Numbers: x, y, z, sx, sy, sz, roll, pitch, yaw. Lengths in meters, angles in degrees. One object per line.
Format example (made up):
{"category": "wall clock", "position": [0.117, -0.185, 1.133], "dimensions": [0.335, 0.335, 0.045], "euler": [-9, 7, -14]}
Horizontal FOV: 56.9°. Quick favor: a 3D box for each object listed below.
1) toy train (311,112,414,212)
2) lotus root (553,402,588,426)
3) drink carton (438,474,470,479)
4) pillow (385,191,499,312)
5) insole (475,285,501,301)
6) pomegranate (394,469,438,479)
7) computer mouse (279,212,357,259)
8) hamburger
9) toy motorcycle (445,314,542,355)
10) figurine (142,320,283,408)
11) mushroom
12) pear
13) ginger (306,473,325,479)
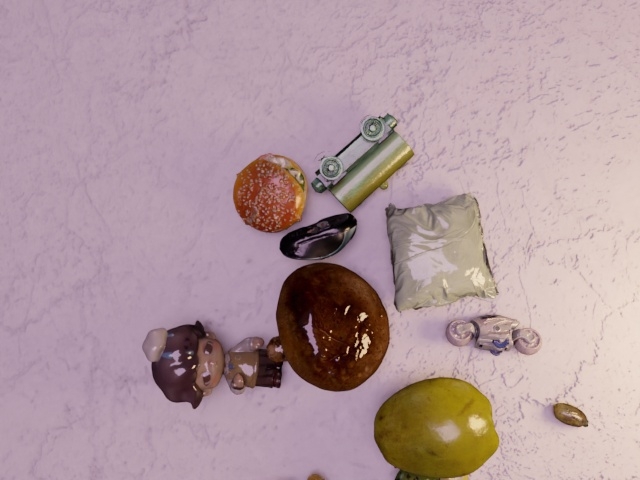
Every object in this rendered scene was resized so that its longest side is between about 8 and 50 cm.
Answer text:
{"category": "toy train", "position": [0.120, -0.219, 1.672], "dimensions": [0.307, 0.126, 0.189], "euler": [-42, 81, 2]}
{"category": "lotus root", "position": [0.669, 0.466, 1.572], "dimensions": [0.099, 0.054, 0.049], "euler": [23, 109, 10]}
{"category": "drink carton", "position": [0.359, 0.645, 1.590], "dimensions": [0.084, 0.074, 0.200], "euler": [5, 87, 7]}
{"category": "pillow", "position": [0.327, 0.029, 1.616], "dimensions": [0.283, 0.138, 0.310], "euler": [-6, 80, 2]}
{"category": "insole", "position": [0.415, 0.115, 1.662], "dimensions": [0.197, 0.004, 0.065], "euler": [26, 89, 9]}
{"category": "pomegranate", "position": [0.247, 0.641, 1.594], "dimensions": [0.122, 0.122, 0.161], "euler": [-35, 47, 4]}
{"category": "computer mouse", "position": [0.000, 0.000, 1.670], "dimensions": [0.233, 0.137, 0.096], "euler": [-21, 102, 4]}
{"category": "hamburger", "position": [-0.144, -0.134, 1.691], "dimensions": [0.236, 0.147, 0.237], "euler": [-1, 86, 11]}
{"category": "toy motorcycle", "position": [0.470, 0.251, 1.606], "dimensions": [0.254, 0.112, 0.113], "euler": [7, 86, 8]}
{"category": "figurine", "position": [-0.292, 0.353, 1.639], "dimensions": [0.364, 0.206, 0.218], "euler": [6, 98, 7]}
{"category": "mushroom", "position": [0.037, 0.230, 1.585], "dimensions": [0.344, 0.239, 0.345], "euler": [-4, 101, -23]}
{"category": "pear", "position": [0.298, 0.484, 1.525], "dimensions": [0.307, 0.253, 0.253], "euler": [-18, 83, 16]}
{"category": "ginger", "position": [-0.004, 0.789, 1.628], "dimensions": [0.375, 0.166, 0.236], "euler": [19, 50, -14]}
